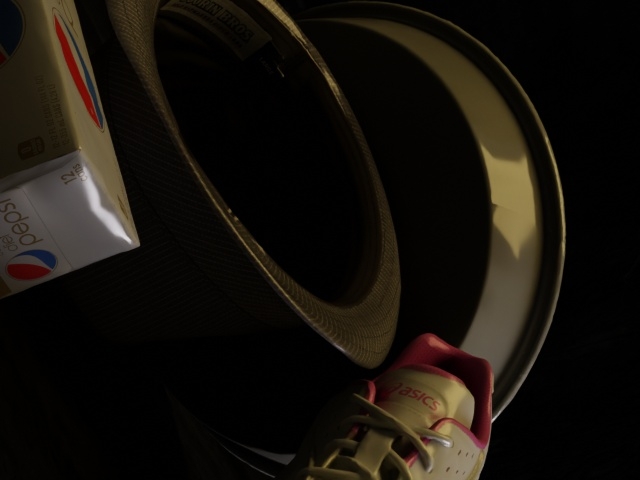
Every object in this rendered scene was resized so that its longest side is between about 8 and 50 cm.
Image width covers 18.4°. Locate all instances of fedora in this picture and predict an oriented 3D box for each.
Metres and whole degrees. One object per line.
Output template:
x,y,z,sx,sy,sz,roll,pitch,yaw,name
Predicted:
-0.068,-0.028,1.010,0.244,0.124,0.275,50,22,-25,fedora

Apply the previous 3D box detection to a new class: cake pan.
0.000,0.000,1.157,0.054,0.293,0.293,9,57,-58,cake pan

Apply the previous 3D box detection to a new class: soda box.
-0.139,-0.085,0.825,0.074,0.069,0.216,65,4,-54,soda box

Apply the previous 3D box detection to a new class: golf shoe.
0.009,0.129,0.953,0.140,0.115,0.306,-69,169,17,golf shoe
